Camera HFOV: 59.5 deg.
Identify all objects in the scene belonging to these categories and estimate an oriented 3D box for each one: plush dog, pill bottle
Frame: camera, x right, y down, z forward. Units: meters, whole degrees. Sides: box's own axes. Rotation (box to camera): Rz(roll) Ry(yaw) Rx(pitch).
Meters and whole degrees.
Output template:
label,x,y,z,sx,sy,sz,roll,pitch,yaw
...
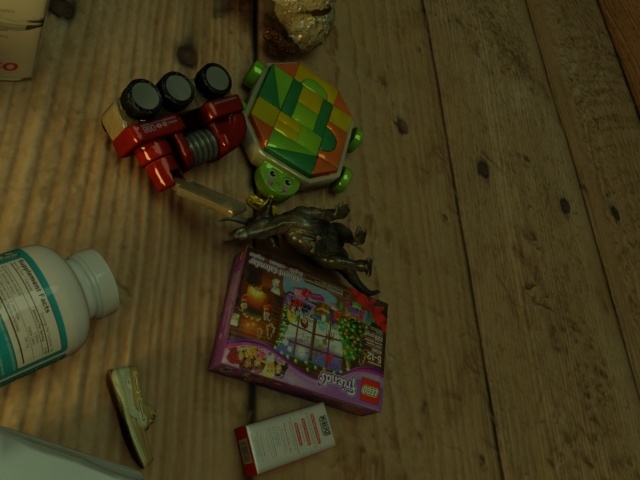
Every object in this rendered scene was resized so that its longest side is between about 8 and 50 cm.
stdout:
label,x,y,z,sx,sy,sz,roll,pitch,yaw
plush dog,-0.025,-0.507,1.171,0.211,0.225,0.262,31,52,24
pill bottle,-0.377,0.094,0.647,0.264,0.146,0.146,-24,82,-42

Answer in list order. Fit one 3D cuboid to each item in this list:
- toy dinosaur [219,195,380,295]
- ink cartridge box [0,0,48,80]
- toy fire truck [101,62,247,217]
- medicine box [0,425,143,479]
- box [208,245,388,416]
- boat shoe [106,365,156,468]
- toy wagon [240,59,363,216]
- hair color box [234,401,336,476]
label,x,y,z,sx,sy,sz,roll,pitch,yaw
toy dinosaur,0.000,0.000,0.975,0.314,0.160,0.121,26,80,-39
ink cartridge box,-0.476,-0.351,0.704,0.223,0.307,0.129,-11,71,-38
toy fire truck,-0.198,-0.148,0.916,0.217,0.158,0.246,-30,98,-42
medicine box,-0.304,0.325,0.482,0.149,0.289,0.263,27,54,-19
box,-0.022,0.154,0.927,0.293,0.057,0.200,23,56,-24
boat shoe,-0.241,0.228,0.737,0.045,0.050,0.135,-14,75,-34
toy wagon,-0.050,-0.195,1.084,0.267,0.068,0.344,30,53,-19
hair color box,-0.052,0.297,0.841,0.141,0.043,0.072,-4,69,-36
